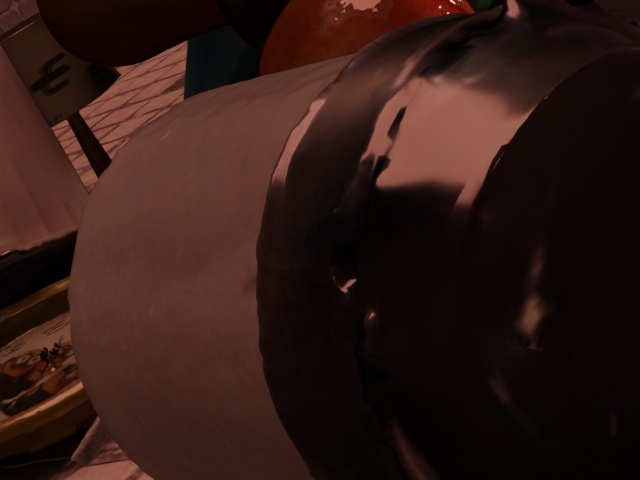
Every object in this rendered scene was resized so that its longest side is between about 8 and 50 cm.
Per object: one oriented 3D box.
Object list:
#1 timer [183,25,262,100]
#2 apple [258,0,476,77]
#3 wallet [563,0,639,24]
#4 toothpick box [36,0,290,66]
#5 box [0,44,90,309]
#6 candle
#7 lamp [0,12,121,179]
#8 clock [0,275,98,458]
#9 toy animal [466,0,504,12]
[{"bbox_3d":[-0.048,-0.231,1.520,0.232,0.091,0.250,-40,-13,-34],"label":"timer"},{"bbox_3d":[0.051,-0.135,1.137,0.168,0.181,0.181,-49,13,13],"label":"apple"},{"bbox_3d":[0.201,-0.129,0.979,0.170,0.069,0.231,-15,37,25],"label":"wallet"},{"bbox_3d":[-0.102,-0.242,1.276,0.294,0.192,0.192,-5,27,36],"label":"toothpick box"},{"bbox_3d":[-0.291,-0.055,1.240,0.291,0.206,0.262,-25,-3,-38],"label":"box"},{"bbox_3d":[0.019,0.021,0.645,0.221,0.221,0.342,-37,20,-30],"label":"candle"},{"bbox_3d":[-0.235,-0.113,1.404,0.121,0.215,0.121,-27,16,8],"label":"lamp"},{"bbox_3d":[-0.189,0.093,1.021,0.237,0.057,0.237,-23,19,9],"label":"clock"},{"bbox_3d":[0.158,-0.294,1.389,0.338,0.216,0.191,-30,43,-26],"label":"toy animal"}]
